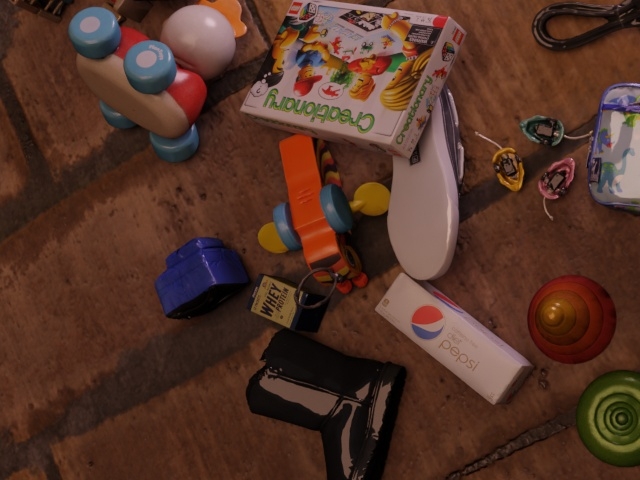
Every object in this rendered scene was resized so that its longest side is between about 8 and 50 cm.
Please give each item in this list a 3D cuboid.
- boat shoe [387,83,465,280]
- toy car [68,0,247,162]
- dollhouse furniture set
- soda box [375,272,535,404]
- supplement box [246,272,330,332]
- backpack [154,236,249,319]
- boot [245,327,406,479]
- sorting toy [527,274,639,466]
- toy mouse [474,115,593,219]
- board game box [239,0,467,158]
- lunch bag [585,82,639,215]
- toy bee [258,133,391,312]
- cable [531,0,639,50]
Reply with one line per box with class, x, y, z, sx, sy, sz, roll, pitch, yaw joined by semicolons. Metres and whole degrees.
boat shoe;0.154;-0.089;1.944;0.108;0.102;0.301;-20;69;36
toy car;-0.219;-0.284;2.102;0.210;0.219;0.238;33;69;23
dollhouse furniture set;-0.387;-0.384;2.189;0.183;0.129;0.129;44;102;20
soda box;0.183;0.132;1.928;0.216;0.074;0.069;38;100;21
supplement box;-0.046;0.090;2.023;0.083;0.083;0.056;22;93;24
backpack;-0.182;0.058;2.080;0.120;0.098;0.101;-36;66;29
boot;-0.007;0.262;1.983;0.207;0.094;0.247;13;83;20
sorting toy;0.368;0.208;1.816;0.127;0.126;0.366;-31;73;17
toy mouse;0.309;-0.113;1.921;0.143;0.031;0.161;-30;74;18
board game box;0.040;-0.231;1.961;0.305;0.053;0.193;16;78;44
lunch bag;0.460;-0.115;1.829;0.218;0.090;0.176;10;86;22
toy bee;0.000;0.000;1.995;0.195;0.162;0.298;-2;59;30
cable;0.431;-0.310;1.893;0.287;0.072;0.140;-26;92;31
